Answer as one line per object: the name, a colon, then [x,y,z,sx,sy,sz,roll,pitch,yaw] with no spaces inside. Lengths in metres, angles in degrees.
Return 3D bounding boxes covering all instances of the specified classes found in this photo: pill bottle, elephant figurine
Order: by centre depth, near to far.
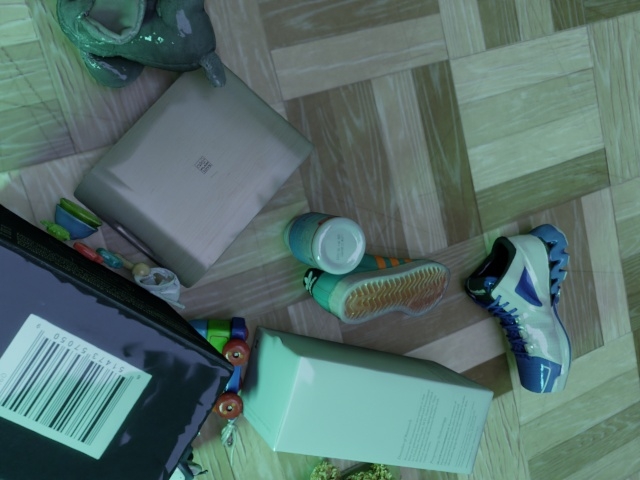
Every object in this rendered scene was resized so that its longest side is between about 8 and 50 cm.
elephant figurine: [-0.278,-0.296,0.941,0.240,0.186,0.169,-17,129,-15]
pill bottle: [0.000,0.000,1.085,0.087,0.160,0.087,-3,98,-24]

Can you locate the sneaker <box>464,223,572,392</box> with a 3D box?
sneaker: [0.362,0.127,1.293,0.182,0.127,0.315,-1,90,-20]

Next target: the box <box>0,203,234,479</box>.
box: [-0.327,0.125,0.827,0.294,0.395,0.211,34,83,-23]

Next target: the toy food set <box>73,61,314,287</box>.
toy food set: [-0.184,-0.110,1.042,0.220,0.092,0.306,42,78,-11]

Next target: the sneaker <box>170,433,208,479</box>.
sneaker: [-0.256,0.371,1.044,0.153,0.094,0.234,17,84,-12]

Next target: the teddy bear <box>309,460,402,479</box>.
teddy bear: [0.023,0.509,1.203,0.338,0.113,0.245,-39,117,-23]

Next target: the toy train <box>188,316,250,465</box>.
toy train: [-0.194,0.241,1.074,0.144,0.105,0.247,7,101,-9]

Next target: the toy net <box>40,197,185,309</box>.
toy net: [-0.281,0.023,0.973,0.232,0.122,0.045,35,85,-16]

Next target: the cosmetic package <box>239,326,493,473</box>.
cosmetic package: [0.072,0.262,1.132,0.366,0.197,0.155,14,92,-23]

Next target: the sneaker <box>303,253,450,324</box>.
sneaker: [0.102,0.066,1.175,0.302,0.121,0.108,-1,114,-45]
